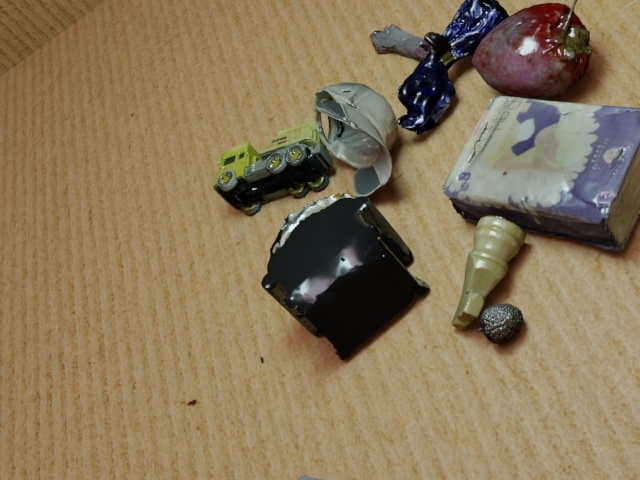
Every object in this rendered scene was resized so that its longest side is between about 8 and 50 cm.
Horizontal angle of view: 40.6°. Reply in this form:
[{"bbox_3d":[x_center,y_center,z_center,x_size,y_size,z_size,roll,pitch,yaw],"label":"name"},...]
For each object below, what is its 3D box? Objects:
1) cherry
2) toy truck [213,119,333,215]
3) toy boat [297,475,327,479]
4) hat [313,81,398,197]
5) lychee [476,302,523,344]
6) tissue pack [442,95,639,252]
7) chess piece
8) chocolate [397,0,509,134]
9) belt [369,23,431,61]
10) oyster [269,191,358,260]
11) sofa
[{"bbox_3d":[0.411,-0.370,1.708,0.250,0.175,0.192,-3,72,37],"label":"cherry"},{"bbox_3d":[-0.105,-0.177,1.971,0.272,0.124,0.157,-17,50,25],"label":"toy truck"},{"bbox_3d":[-0.077,0.553,1.418,0.293,0.111,0.276,-38,42,24],"label":"toy boat"},{"bbox_3d":[0.089,-0.227,1.804,0.161,0.232,0.275,-31,29,1],"label":"hat"},{"bbox_3d":[0.306,0.142,1.474,0.083,0.068,0.067,-31,88,7],"label":"lychee"},{"bbox_3d":[0.416,-0.130,1.558,0.344,0.125,0.242,14,67,44],"label":"tissue pack"},{"bbox_3d":[0.289,0.062,1.535,0.090,0.090,0.200,11,67,41],"label":"chess piece"},{"bbox_3d":[0.261,-0.377,1.856,0.343,0.148,0.126,-52,27,-10],"label":"chocolate"},{"bbox_3d":[0.210,-0.454,2.011,0.232,0.053,0.071,30,86,45],"label":"belt"},{"bbox_3d":[0.005,0.004,1.785,0.260,0.092,0.198,-22,47,8],"label":"oyster"},{"bbox_3d":[0.044,0.064,1.642,0.258,0.200,0.182,-41,32,4],"label":"sofa"}]
